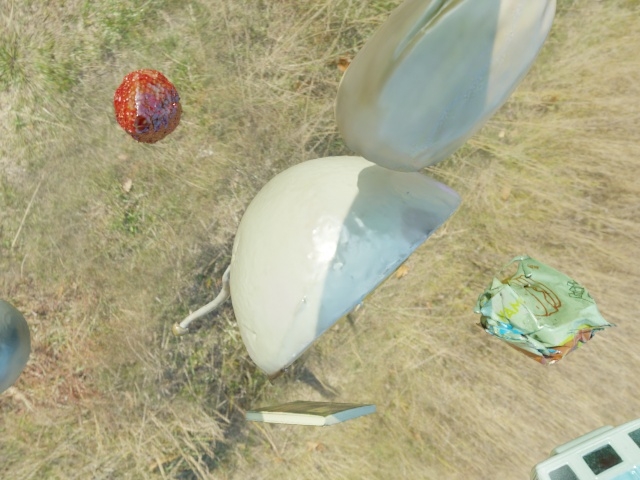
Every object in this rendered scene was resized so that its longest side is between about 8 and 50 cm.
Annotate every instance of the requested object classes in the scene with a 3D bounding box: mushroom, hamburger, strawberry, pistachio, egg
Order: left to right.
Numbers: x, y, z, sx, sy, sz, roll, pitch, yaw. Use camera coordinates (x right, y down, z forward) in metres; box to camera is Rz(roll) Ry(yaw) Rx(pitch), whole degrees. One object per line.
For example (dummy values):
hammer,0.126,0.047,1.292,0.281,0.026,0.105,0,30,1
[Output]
strawberry,-0.307,-0.239,0.818,0.131,0.148,0.131,-14,119,-26
mushroom,-0.244,0.134,1.005,0.306,0.043,0.068,-42,177,35
egg,0.000,0.000,0.588,0.337,0.337,0.201,-44,86,-12
pistachio,0.098,-0.141,0.363,0.200,0.117,0.145,-43,175,23
hamburger,0.459,0.124,0.985,0.261,0.276,0.150,-12,116,-4

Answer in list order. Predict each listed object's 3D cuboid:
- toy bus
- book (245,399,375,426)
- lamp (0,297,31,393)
toy bus,0.516,0.415,0.785,0.271,0.165,0.133,-23,139,-2
book,-0.023,0.354,0.942,0.160,0.228,0.024,9,71,-47
lamp,-0.318,0.098,0.405,0.105,0.105,0.105,-13,115,-30
